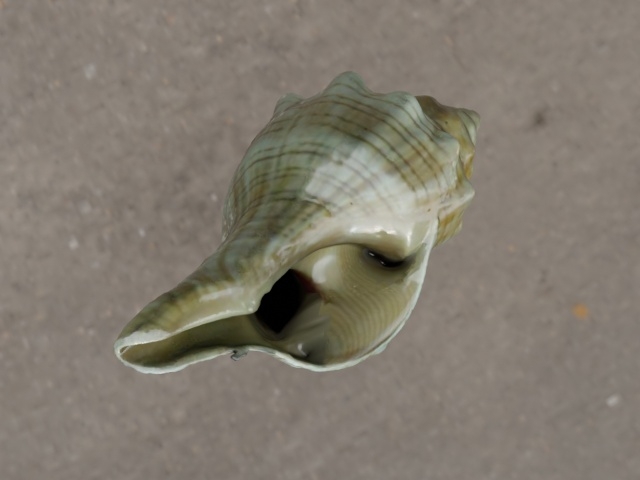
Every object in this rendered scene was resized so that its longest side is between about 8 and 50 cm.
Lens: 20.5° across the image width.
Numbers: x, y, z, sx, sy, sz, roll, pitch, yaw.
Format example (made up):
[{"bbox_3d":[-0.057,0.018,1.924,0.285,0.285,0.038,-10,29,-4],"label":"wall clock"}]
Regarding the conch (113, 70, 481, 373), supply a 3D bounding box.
[{"bbox_3d":[-0.005,0.001,1.315,0.386,0.169,0.203,-36,99,-23],"label":"conch"}]
